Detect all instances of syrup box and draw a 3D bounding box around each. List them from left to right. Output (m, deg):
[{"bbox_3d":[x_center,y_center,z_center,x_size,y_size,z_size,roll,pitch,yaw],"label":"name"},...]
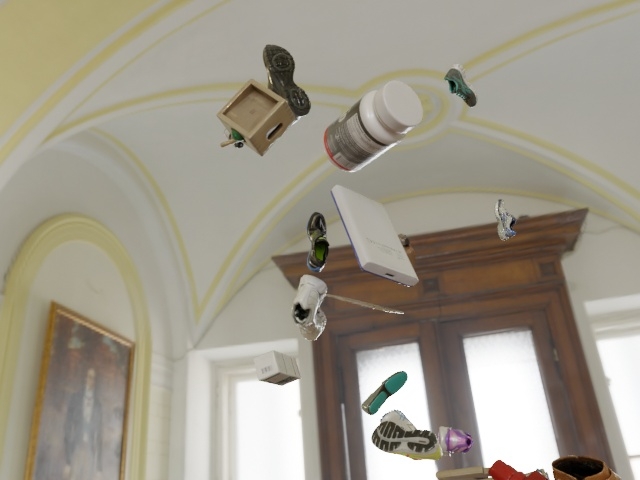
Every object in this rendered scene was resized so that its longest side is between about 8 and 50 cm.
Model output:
[{"bbox_3d":[-0.171,0.516,2.324,0.093,0.096,0.237,-24,-26,11],"label":"syrup box"}]

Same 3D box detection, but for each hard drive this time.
[{"bbox_3d":[0.156,-0.017,1.710,0.210,0.318,0.040,20,-54,-36],"label":"hard drive"}]

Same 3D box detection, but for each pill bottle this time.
[{"bbox_3d":[0.143,-0.318,1.622,0.161,0.161,0.283,11,-24,-31],"label":"pill bottle"}]

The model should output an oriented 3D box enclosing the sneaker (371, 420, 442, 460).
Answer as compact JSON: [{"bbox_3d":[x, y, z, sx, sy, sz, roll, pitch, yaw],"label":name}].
[{"bbox_3d":[0.226,0.538,1.516,0.209,0.081,0.094,-2,-41,43],"label":"sneaker"}]

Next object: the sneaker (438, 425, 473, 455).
[{"bbox_3d":[0.460,0.676,1.942,0.105,0.095,0.236,-3,-20,17],"label":"sneaker"}]

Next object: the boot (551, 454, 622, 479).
[{"bbox_3d":[0.643,0.652,1.523,0.284,0.109,0.220,-16,-48,32],"label":"boot"}]

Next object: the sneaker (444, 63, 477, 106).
[{"bbox_3d":[0.475,-0.518,1.982,0.166,0.076,0.065,52,-19,-22],"label":"sneaker"}]

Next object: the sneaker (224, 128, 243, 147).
[{"bbox_3d":[-0.207,-0.344,1.730,0.178,0.077,0.072,-44,-28,28],"label":"sneaker"}]

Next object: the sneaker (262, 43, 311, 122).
[{"bbox_3d":[-0.135,-0.506,1.890,0.109,0.286,0.130,-8,-17,-35],"label":"sneaker"}]

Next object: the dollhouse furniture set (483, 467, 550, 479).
[{"bbox_3d":[0.602,0.751,1.514,0.286,0.303,0.198,-30,-59,22],"label":"dollhouse furniture set"}]

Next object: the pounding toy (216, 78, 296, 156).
[{"bbox_3d":[-0.147,-0.246,1.228,0.141,0.130,0.100,-48,-29,-7],"label":"pounding toy"}]

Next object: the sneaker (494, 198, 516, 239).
[{"bbox_3d":[0.597,-0.070,1.851,0.058,0.135,0.052,-17,-18,37],"label":"sneaker"}]

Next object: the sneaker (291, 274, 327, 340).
[{"bbox_3d":[-0.047,0.237,1.838,0.110,0.118,0.292,17,-40,16],"label":"sneaker"}]

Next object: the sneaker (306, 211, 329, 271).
[{"bbox_3d":[0.000,0.000,1.717,0.067,0.188,0.078,14,-29,-26],"label":"sneaker"}]

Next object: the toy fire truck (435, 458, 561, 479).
[{"bbox_3d":[0.390,0.555,1.224,0.159,0.246,0.217,-32,-52,-21],"label":"toy fire truck"}]

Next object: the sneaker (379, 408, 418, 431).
[{"bbox_3d":[0.279,0.640,1.943,0.085,0.086,0.237,-44,-53,-2],"label":"sneaker"}]

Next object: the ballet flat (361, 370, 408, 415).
[{"bbox_3d":[0.231,0.550,2.123,0.072,0.213,0.068,56,-22,-17],"label":"ballet flat"}]

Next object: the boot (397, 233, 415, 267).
[{"bbox_3d":[0.277,0.035,1.904,0.042,0.118,0.087,-7,0,-9],"label":"boot"}]

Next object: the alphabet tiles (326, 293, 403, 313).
[{"bbox_3d":[0.139,0.210,1.932,0.237,0.009,0.198,11,-3,26],"label":"alphabet tiles"}]
